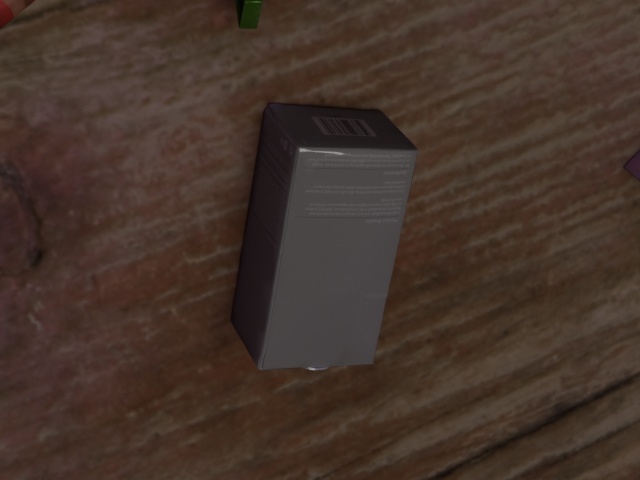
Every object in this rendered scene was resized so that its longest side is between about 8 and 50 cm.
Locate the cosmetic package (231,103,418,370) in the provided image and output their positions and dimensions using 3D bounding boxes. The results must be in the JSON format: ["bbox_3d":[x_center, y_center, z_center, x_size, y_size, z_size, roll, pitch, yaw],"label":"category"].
[{"bbox_3d":[0.000,0.000,1.393,0.127,0.107,0.238,1,119,-24],"label":"cosmetic package"}]

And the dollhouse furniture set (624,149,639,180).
[{"bbox_3d":[0.438,-0.063,1.528,0.144,0.123,0.151,-47,124,6],"label":"dollhouse furniture set"}]

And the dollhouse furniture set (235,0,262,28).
[{"bbox_3d":[0.001,-0.223,1.280,0.152,0.058,0.076,-3,151,-15],"label":"dollhouse furniture set"}]

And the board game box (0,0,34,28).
[{"bbox_3d":[-0.329,-0.281,1.145,0.145,0.027,0.281,-39,125,2],"label":"board game box"}]
